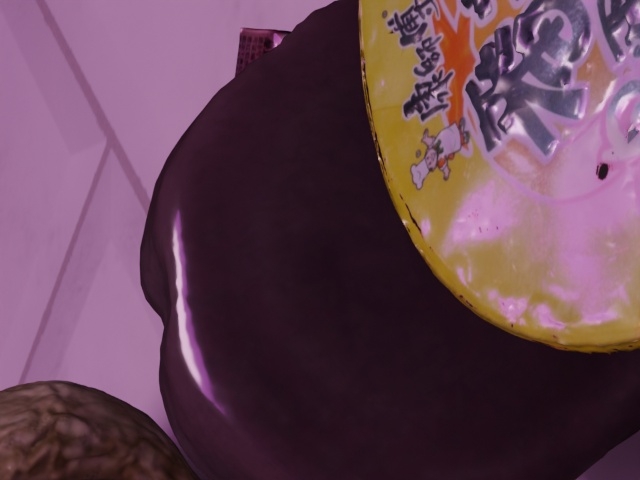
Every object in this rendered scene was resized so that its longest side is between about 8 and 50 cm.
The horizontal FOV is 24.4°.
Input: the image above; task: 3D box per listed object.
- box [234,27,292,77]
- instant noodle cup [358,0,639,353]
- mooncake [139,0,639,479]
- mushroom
[{"bbox_3d":[0.000,0.000,0.819,0.069,0.120,0.224,19,104,60],"label":"box"},{"bbox_3d":[0.162,-0.087,0.495,0.264,0.200,0.264,-12,75,57],"label":"instant noodle cup"},{"bbox_3d":[0.040,0.016,0.651,0.133,0.245,0.245,117,147,-67],"label":"mooncake"},{"bbox_3d":[-0.154,0.199,0.991,0.267,0.164,0.189,54,169,-15],"label":"mushroom"}]
